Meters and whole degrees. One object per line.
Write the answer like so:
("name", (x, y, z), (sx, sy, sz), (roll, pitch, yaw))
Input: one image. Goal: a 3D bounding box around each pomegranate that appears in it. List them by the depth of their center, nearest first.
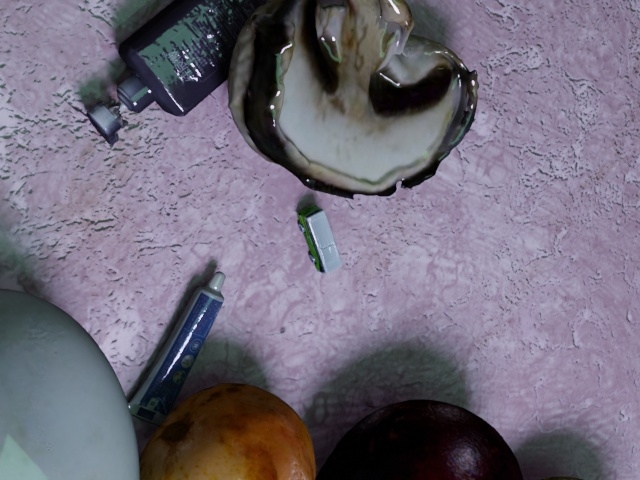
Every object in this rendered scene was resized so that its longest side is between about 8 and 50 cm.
("pomegranate", (-0.098, 0.278, 1.362), (0.215, 0.215, 0.215), (-7, 105, -26))

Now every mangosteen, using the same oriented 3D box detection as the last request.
("mangosteen", (0.124, 0.345, 1.446), (0.297, 0.293, 0.297), (-17, 119, -32))

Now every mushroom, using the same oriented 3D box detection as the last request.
("mushroom", (0.026, -0.176, 1.341), (0.344, 0.130, 0.247), (-3, 110, -46))

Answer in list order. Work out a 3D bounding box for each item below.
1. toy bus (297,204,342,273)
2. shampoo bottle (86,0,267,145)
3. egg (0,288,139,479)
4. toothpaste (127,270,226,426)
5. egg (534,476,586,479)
("toy bus", (0.000, 0.000, 1.446), (0.031, 0.037, 0.083), (-27, 113, -19))
("shampoo bottle", (-0.128, -0.223, 1.308), (0.309, 0.071, 0.098), (-43, 118, -12))
("egg", (-0.320, 0.238, 1.200), (0.276, 0.276, 0.388), (-8, 108, -26))
("toothpaste", (-0.161, 0.124, 1.395), (0.057, 0.035, 0.197), (27, 92, -24))
("egg", (0.325, 0.457, 1.608), (0.238, 0.238, 0.289), (-16, 120, -23))
